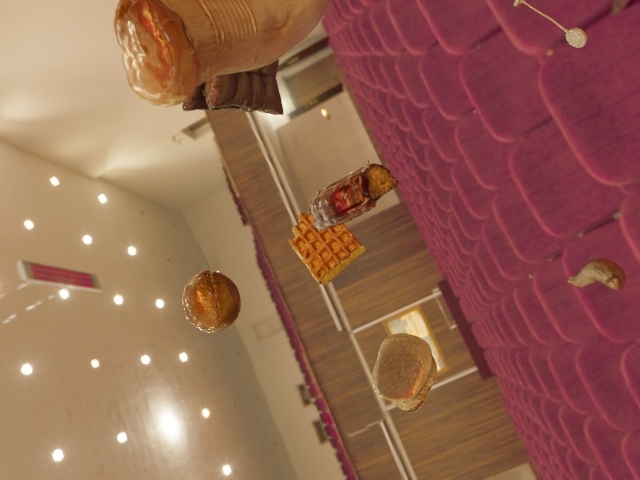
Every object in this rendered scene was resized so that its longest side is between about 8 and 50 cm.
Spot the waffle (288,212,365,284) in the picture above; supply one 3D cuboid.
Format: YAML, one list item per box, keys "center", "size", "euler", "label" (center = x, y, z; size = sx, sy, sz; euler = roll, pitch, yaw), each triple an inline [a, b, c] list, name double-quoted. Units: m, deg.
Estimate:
- center: [0.000, 0.000, 1.668]
  size: [0.211, 0.160, 0.055]
  euler: [49, -177, 28]
  label: "waffle"

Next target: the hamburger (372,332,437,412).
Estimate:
- center: [0.163, 0.252, 1.165]
  size: [0.133, 0.140, 0.062]
  euler: [13, 166, 45]
  label: "hamburger"

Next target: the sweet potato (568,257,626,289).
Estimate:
- center: [0.628, 0.075, 1.365]
  size: [0.249, 0.059, 0.069]
  euler: [149, 131, -85]
  label: "sweet potato"

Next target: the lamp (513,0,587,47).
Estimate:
- center: [0.538, -0.519, 1.390]
  size: [0.198, 0.056, 0.050]
  euler: [42, 165, 13]
  label: "lamp"

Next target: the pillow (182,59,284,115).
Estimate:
- center: [-0.128, -0.382, 1.065]
  size: [0.228, 0.101, 0.327]
  euler: [-20, -56, -63]
  label: "pillow"

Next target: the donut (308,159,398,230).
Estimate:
- center: [0.069, -0.111, 1.454]
  size: [0.230, 0.216, 0.096]
  euler: [-38, -78, -41]
  label: "donut"

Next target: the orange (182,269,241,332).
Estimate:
- center: [-0.161, 0.089, 0.887]
  size: [0.085, 0.085, 0.095]
  euler: [-99, 5, -60]
  label: "orange"

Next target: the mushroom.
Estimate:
- center: [-0.081, -0.251, 0.656]
  size: [0.351, 0.094, 0.123]
  euler: [-51, -54, -44]
  label: "mushroom"
